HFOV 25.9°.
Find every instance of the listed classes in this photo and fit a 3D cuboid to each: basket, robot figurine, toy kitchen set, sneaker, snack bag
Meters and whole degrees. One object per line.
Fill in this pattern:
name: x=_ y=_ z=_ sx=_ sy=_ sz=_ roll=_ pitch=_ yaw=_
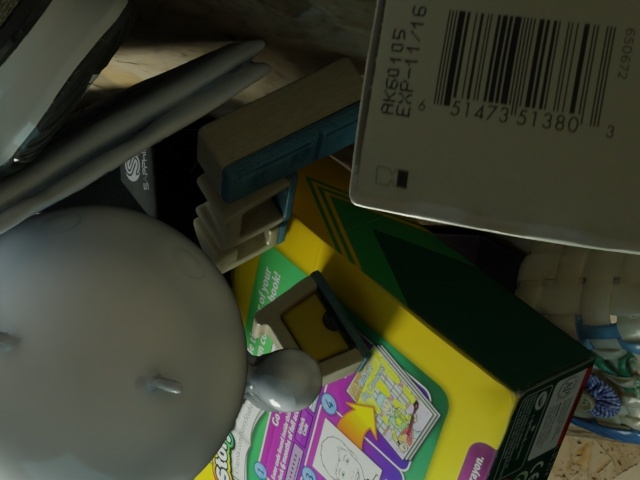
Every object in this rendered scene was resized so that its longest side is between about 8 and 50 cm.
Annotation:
basket: x=0.304 y=0.082 z=1.164 sx=0.255 sy=0.201 sz=0.289 roll=-2 pitch=151 yaw=46
robot figurine: x=-0.150 y=0.083 z=0.957 sx=0.300 sy=0.199 sz=0.353 roll=2 pitch=175 yaw=-4
toy kitchen set: x=0.000 y=0.000 z=1.027 sx=0.122 sy=0.166 sz=0.207 roll=-28 pitch=164 yaw=-15
sneaker: x=-0.296 y=-0.166 z=0.871 sx=0.257 sy=0.169 sz=0.447 roll=39 pitch=164 yaw=-22
snack bag: x=-0.240 y=-0.029 z=0.958 sx=0.343 sy=0.037 sz=0.323 roll=-16 pitch=-164 yaw=39

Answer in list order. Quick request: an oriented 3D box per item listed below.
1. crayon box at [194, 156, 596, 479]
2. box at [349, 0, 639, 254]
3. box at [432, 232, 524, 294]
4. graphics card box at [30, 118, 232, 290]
crayon box: x=0.040 y=0.159 z=1.205 sx=0.106 sy=0.363 sz=0.313 roll=-19 pitch=-134 yaw=-39
box: x=0.155 y=-0.057 z=0.682 sx=0.148 sy=0.121 sz=0.311 roll=10 pitch=-176 yaw=28
box: x=0.063 y=0.147 z=1.469 sx=0.296 sy=0.294 sz=0.183 roll=2 pitch=164 yaw=39
graphics card box: x=-0.243 y=0.009 z=1.281 sx=0.371 sy=0.232 sz=0.094 roll=1 pitch=-173 yaw=41
